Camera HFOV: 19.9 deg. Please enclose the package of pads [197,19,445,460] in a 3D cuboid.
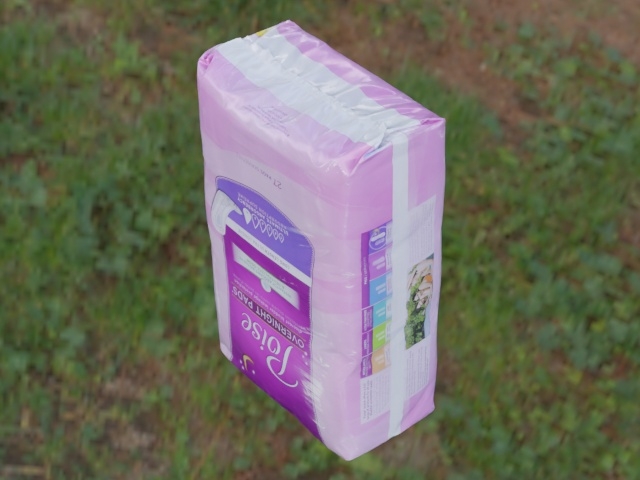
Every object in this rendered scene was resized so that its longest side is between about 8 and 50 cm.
[{"bbox_3d":[0.000,0.000,0.381,0.032,0.083,0.050,-28,47,-28],"label":"package of pads"}]
